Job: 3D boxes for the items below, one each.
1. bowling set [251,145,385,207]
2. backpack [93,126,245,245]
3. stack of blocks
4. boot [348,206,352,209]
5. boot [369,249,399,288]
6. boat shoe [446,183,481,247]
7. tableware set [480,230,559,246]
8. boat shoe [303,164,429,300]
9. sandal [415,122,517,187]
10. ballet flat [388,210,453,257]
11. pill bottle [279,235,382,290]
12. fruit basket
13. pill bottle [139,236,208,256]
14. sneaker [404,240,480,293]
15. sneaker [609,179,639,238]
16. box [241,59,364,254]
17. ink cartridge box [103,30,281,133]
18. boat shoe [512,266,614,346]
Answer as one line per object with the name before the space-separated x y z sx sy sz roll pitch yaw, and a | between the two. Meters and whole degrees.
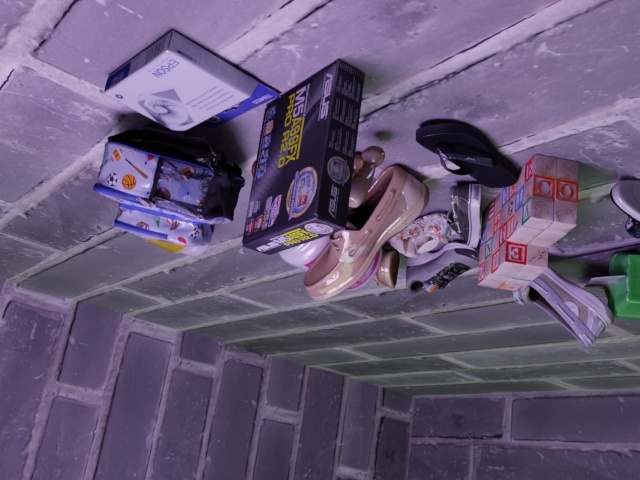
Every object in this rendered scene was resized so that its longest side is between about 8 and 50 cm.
bowling set | -0.013 -0.138 1.393 0.200 0.154 0.287 34 155 -13
backpack | -0.302 -0.103 1.439 0.263 0.213 0.276 22 178 3
stack of blocks | 0.400 -0.024 1.440 0.087 0.171 0.297 10 160 -3
boot | 0.083 -0.069 1.642 0.114 0.037 0.106 7 147 -6
boot | 0.097 0.059 1.866 0.203 0.095 0.262 8 180 6
boat shoe | 0.302 -0.055 1.547 0.070 0.078 0.219 3 151 13
tableware set | 0.457 -0.001 1.702 0.168 0.020 0.141 25 155 -39
boat shoe | 0.068 -0.017 1.516 0.110 0.121 0.341 33 109 -31
sandal | 0.274 -0.144 1.329 0.254 0.054 0.097 23 155 -36
ballet flat | 0.223 -0.003 1.708 0.091 0.077 0.241 15 160 -20
pill bottle | 0.000 0.000 1.683 0.160 0.160 0.283 -9 154 40
fruit basket | 0.793 0.109 1.735 0.327 0.165 0.353 3 175 15
pill bottle | -0.370 -0.040 1.789 0.119 0.119 0.208 -7 154 37
sneaker | 0.315 0.072 1.837 0.100 0.108 0.271 22 155 -28
sneaker | 0.616 -0.047 1.419 0.217 0.079 0.121 15 158 -21
box | -0.030 -0.127 1.188 0.060 0.270 0.216 20 158 -31
ink cartridge box | -0.221 -0.249 1.258 0.224 0.045 0.223 23 156 -36
boat shoe | 0.536 0.135 1.751 0.320 0.103 0.118 35 167 39
